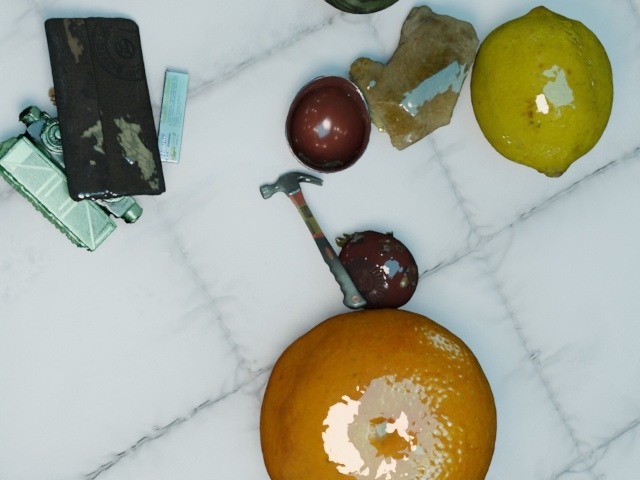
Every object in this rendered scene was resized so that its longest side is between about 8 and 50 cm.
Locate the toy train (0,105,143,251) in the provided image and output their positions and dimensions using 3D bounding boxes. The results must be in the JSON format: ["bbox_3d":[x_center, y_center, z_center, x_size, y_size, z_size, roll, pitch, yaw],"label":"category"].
[{"bbox_3d":[-0.432,-0.107,1.876,0.154,0.115,0.269,-46,109,-4],"label":"toy train"}]

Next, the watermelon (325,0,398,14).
[{"bbox_3d":[0.076,-0.502,1.904,0.212,0.212,0.212,-1,96,-13],"label":"watermelon"}]

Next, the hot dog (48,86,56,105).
[{"bbox_3d":[-0.434,-0.264,1.902,0.083,0.021,0.037,-26,91,-9],"label":"hot dog"}]

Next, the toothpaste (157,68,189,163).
[{"bbox_3d":[-0.265,-0.220,1.939,0.046,0.034,0.164,6,94,-14],"label":"toothpaste"}]

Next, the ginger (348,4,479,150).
[{"bbox_3d":[0.165,-0.302,1.989,0.221,0.130,0.276,11,82,6],"label":"ginger"}]

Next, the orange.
[{"bbox_3d":[0.100,0.326,1.939,0.424,0.326,0.424,0,81,-2],"label":"orange"}]

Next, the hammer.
[{"bbox_3d":[0.000,0.000,1.963,0.111,0.033,0.288,-25,73,-9],"label":"hammer"}]

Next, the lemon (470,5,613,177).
[{"bbox_3d":[0.401,-0.265,1.979,0.258,0.258,0.310,-9,89,-12],"label":"lemon"}]

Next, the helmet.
[{"bbox_3d":[0.008,-0.209,1.968,0.155,0.106,0.175,1,95,-8],"label":"helmet"}]

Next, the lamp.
[{"bbox_3d":[0.111,0.052,2.012,0.135,0.156,0.157,-31,119,-52],"label":"lamp"}]

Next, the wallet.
[{"bbox_3d":[-0.361,-0.226,1.843,0.170,0.044,0.321,-4,78,-32],"label":"wallet"}]
